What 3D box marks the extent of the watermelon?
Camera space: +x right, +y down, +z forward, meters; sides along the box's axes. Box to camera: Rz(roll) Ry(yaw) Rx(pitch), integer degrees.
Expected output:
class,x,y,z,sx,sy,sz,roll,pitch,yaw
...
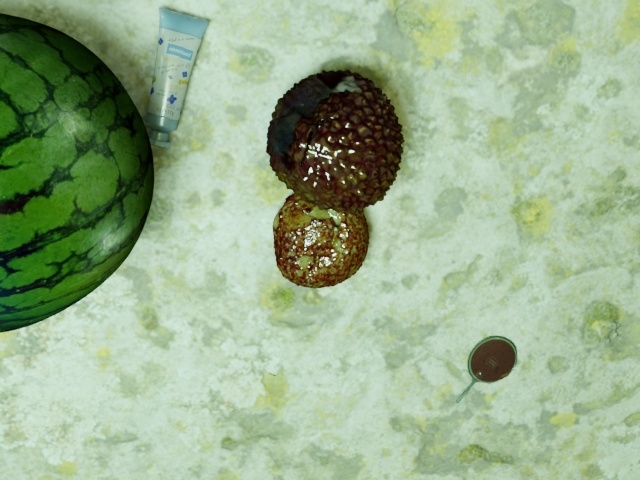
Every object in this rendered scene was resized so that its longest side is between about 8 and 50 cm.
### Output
class,x,y,z,sx,sy,sz,roll,pitch,yaw
watermelon,-0.358,-0.073,0.800,0.362,0.363,0.364,-3,108,-8

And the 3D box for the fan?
class,x,y,z,sx,sy,sz,roll,pitch,yaw
fan,0.260,0.210,1.180,0.085,0.005,0.133,35,98,-19

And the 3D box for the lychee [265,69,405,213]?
class,x,y,z,sx,sy,sz,roll,pitch,yaw
lychee,0.023,-0.123,0.947,0.187,0.188,0.188,-3,108,-8

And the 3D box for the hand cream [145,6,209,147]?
class,x,y,z,sx,sy,sz,roll,pitch,yaw
hand cream,-0.193,-0.206,0.950,0.064,0.043,0.171,11,101,-18

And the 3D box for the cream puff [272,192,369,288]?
class,x,y,z,sx,sy,sz,roll,pitch,yaw
cream puff,0.000,0.000,1.027,0.148,0.084,0.149,-3,107,-10
